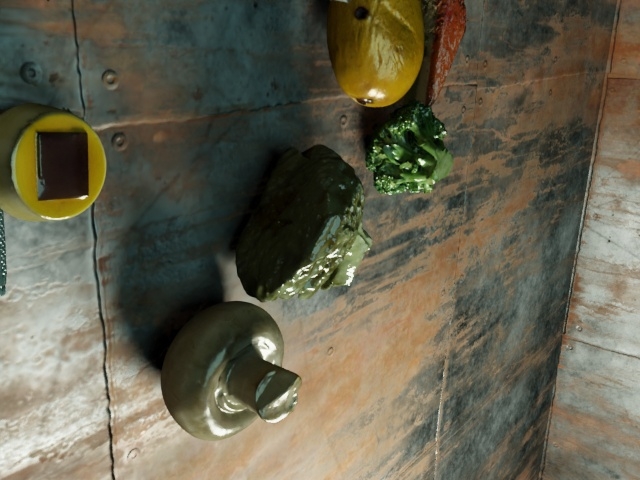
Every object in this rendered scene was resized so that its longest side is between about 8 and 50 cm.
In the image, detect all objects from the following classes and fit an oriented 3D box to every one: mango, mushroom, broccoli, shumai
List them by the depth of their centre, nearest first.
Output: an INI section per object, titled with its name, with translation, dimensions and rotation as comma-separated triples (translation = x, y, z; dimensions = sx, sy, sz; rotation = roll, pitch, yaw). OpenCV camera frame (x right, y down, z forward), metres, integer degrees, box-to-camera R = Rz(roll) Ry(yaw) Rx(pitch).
[mushroom]
translation = -0.115, 0.193, 0.903
dimensions = 0.204, 0.204, 0.204
rotation = -23, 120, -46
[shumai]
translation = -0.001, -0.001, 0.988
dimensions = 0.218, 0.189, 0.255
rotation = 36, 80, -50
[mango]
translation = 0.090, -0.361, 1.010
dimensions = 0.177, 0.120, 0.294
rotation = 4, 90, -39
[broccoli]
translation = 0.167, -0.167, 1.168
dimensions = 0.195, 0.156, 0.195
rotation = -15, 112, -41

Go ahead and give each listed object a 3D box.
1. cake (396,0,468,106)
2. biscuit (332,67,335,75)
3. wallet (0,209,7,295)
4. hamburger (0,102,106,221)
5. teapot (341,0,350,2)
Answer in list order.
[cake]
translation = 0.220, -0.363, 1.221
dimensions = 0.117, 0.086, 0.220
rotation = -8, 108, -48
[biscuit]
translation = 0.056, -0.322, 1.084
dimensions = 0.120, 0.015, 0.120
rotation = -22, 119, -46
[wallet]
translation = -0.369, 0.003, 0.650
dimensions = 0.088, 0.026, 0.129
rotation = -19, 115, -55
[hamburger]
translation = -0.290, -0.083, 0.671
dimensions = 0.141, 0.082, 0.126
rotation = -34, 125, -45
[teapot]
translation = 0.030, -0.441, 0.883
dimensions = 0.163, 0.178, 0.221
rotation = -18, 115, -56
